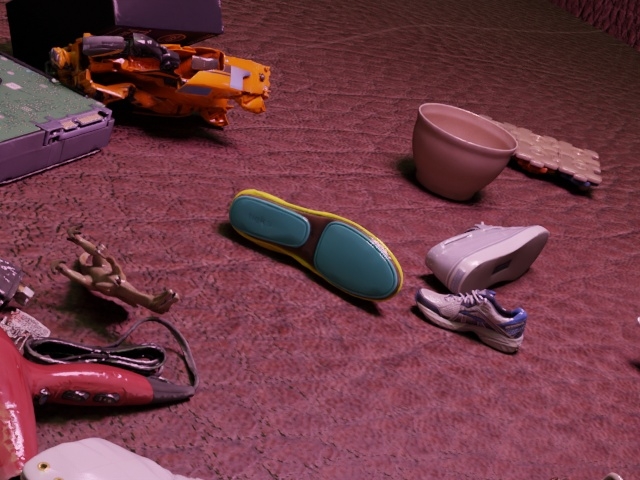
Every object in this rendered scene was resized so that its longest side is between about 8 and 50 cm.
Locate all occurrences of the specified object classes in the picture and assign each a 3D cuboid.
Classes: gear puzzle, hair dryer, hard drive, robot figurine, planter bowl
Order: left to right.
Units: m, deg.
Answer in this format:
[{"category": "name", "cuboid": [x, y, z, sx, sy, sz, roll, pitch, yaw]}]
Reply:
[{"category": "hard drive", "cuboid": [-0.453, -0.182, 1.207, 0.339, 0.064, 0.237, 26, 25, 14]}, {"category": "hair dryer", "cuboid": [-0.213, 0.102, 0.789, 0.224, 0.080, 0.293, 20, 25, -3]}, {"category": "robot figurine", "cuboid": [-0.226, -0.217, 1.359, 0.291, 0.085, 0.211, 2, -7, -34]}, {"category": "planter bowl", "cuboid": [0.210, -0.130, 1.546, 0.162, 0.109, 0.162, 17, 24, -8]}, {"category": "gear puzzle", "cuboid": [0.344, -0.168, 1.817, 0.339, 0.044, 0.175, 19, 26, 4]}]

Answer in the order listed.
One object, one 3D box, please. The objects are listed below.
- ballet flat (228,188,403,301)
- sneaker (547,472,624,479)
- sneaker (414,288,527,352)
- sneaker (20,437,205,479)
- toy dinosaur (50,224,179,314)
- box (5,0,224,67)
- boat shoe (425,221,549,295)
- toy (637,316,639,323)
[{"category": "ballet flat", "cuboid": [0.000, 0.000, 1.175, 0.231, 0.077, 0.077, 25, 9, 15]}, {"category": "sneaker", "cuboid": [0.180, 0.228, 0.837, 0.188, 0.071, 0.066, 1, 31, -37]}, {"category": "sneaker", "cuboid": [0.178, 0.077, 1.160, 0.135, 0.058, 0.052, 21, 25, 2]}, {"category": "sneaker", "cuboid": [-0.141, 0.218, 0.591, 0.169, 0.108, 0.292, 21, 15, 6]}, {"category": "toy dinosaur", "cuboid": [-0.212, 0.033, 0.948, 0.183, 0.053, 0.092, 21, -22, 45]}, {"category": "box", "cuboid": [-0.291, -0.313, 1.401, 0.261, 0.103, 0.184, -7, 3, 45]}, {"category": "boat shoe", "cuboid": [0.220, 0.009, 1.305, 0.081, 0.079, 0.227, 39, 34, 27]}, {"category": "toy", "cuboid": [0.509, 0.144, 1.254, 0.237, 0.056, 0.137, -11, 58, -26]}]
